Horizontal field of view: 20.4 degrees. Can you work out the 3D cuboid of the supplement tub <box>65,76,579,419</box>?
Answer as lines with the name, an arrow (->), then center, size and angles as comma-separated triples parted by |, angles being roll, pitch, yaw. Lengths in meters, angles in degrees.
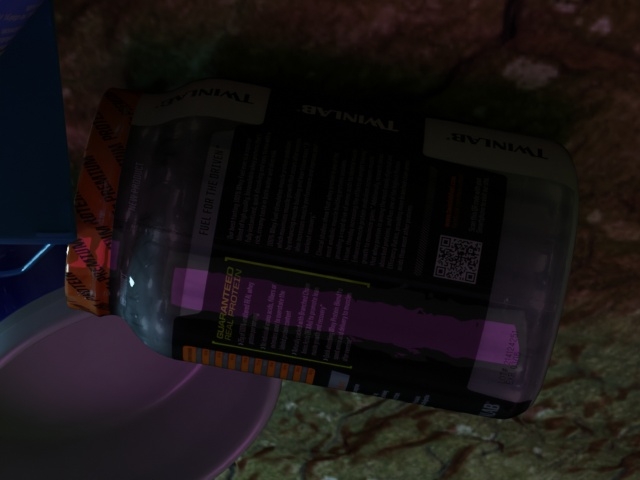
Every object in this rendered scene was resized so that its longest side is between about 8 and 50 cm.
supplement tub -> 0.000, 0.000, 1.186 | 0.316, 0.194, 0.193 | 11, 149, -1

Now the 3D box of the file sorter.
file sorter -> -0.236, -0.068, 1.135 | 0.118, 0.170, 0.104 | 0, 163, -28

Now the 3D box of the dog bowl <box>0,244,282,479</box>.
dog bowl -> -0.169, 0.101, 1.368 | 0.265, 0.104, 0.265 | -16, 139, -14

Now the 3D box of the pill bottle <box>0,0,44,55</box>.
pill bottle -> -0.240, -0.143, 0.972 | 0.152, 0.152, 0.272 | 30, 116, -29
